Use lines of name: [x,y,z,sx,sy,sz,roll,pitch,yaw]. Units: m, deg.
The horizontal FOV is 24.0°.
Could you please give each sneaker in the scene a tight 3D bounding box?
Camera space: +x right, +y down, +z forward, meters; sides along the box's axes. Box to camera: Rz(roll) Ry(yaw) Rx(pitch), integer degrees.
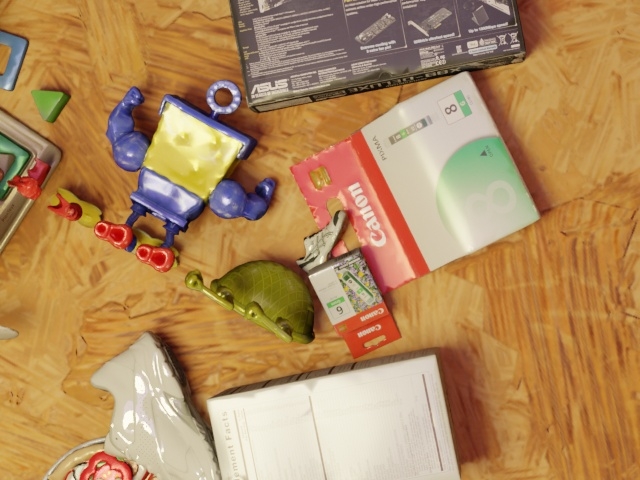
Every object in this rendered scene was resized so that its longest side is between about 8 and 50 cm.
sneaker: [-0.174,0.222,1.645,0.115,0.090,0.232,-29,77,4]
sneaker: [0.000,0.000,1.649,0.037,0.032,0.083,30,106,12]

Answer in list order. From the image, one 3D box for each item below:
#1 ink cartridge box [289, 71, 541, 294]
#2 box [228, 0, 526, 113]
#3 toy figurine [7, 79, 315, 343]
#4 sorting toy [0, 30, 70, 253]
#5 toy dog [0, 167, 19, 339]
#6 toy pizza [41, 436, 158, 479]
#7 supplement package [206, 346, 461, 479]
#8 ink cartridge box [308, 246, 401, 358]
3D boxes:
ink cartridge box: [0.100,-0.054,1.637,0.225,0.056,0.181,-26,86,4]
box: [0.050,-0.286,1.633,0.307,0.076,0.242,-11,88,5]
toy figurine: [-0.124,-0.065,1.599,0.362,0.191,0.217,28,87,5]
sorting toy: [-0.417,-0.074,1.692,0.196,0.047,0.347,33,93,5]
toy dog: [-0.401,0.020,1.581,0.161,0.334,0.220,-31,87,-25]
toy pizza: [-0.227,0.319,1.673,0.201,0.032,0.201,0,89,6]
supplement package: [0.017,0.204,1.599,0.244,0.134,0.139,-11,88,5]
ink cartridge box: [0.039,0.072,1.638,0.063,0.029,0.115,-25,102,5]
